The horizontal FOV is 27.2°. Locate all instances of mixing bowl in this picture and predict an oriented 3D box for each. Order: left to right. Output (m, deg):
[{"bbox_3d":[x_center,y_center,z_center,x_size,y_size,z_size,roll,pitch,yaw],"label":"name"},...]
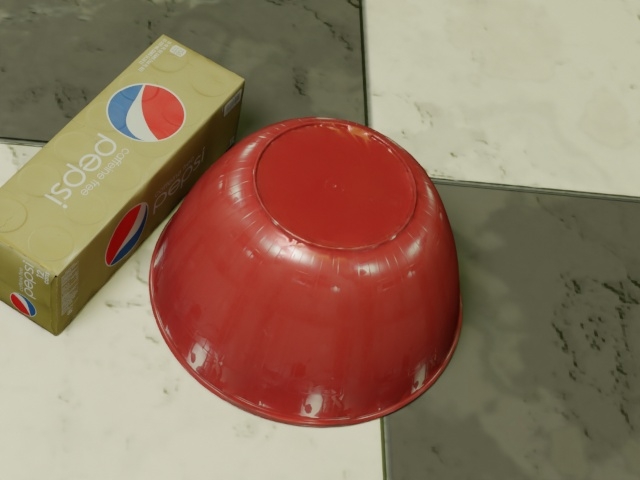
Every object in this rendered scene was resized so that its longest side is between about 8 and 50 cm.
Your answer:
[{"bbox_3d":[0.000,0.000,0.719,0.181,0.098,0.181,5,53,-7],"label":"mixing bowl"}]

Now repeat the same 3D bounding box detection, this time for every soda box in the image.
[{"bbox_3d":[-0.118,-0.036,0.747,0.061,0.058,0.181,30,52,12],"label":"soda box"}]
